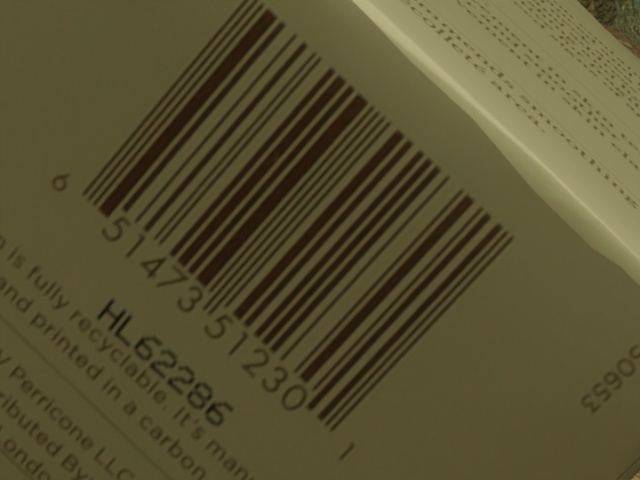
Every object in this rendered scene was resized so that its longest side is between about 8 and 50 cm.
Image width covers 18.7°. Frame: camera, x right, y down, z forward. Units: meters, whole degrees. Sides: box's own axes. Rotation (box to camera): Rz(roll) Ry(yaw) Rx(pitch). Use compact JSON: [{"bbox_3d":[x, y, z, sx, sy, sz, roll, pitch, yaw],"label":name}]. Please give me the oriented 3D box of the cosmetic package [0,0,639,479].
[{"bbox_3d":[-0.008,0.013,0.950,0.329,0.327,0.393,43,18,5],"label":"cosmetic package"}]
